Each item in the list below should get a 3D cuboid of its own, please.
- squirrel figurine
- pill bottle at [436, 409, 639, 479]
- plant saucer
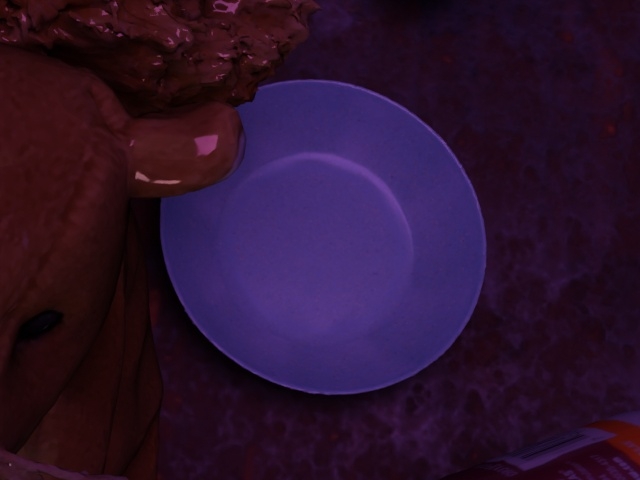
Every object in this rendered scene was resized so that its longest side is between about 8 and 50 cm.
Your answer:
[{"bbox_3d":[-0.160,-0.029,0.682,0.281,0.370,0.397,18,67,-6],"label":"squirrel figurine"},{"bbox_3d":[0.029,0.240,0.711,0.392,0.224,0.224,-17,75,-19],"label":"pill bottle"},{"bbox_3d":[0.000,0.000,0.893,0.195,0.037,0.195,4,70,-12],"label":"plant saucer"}]
